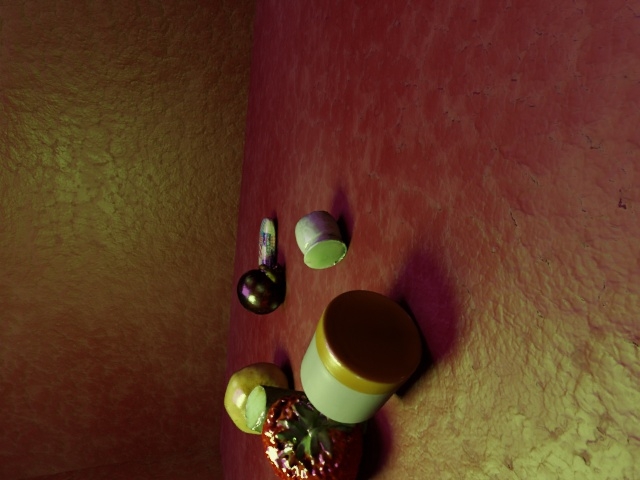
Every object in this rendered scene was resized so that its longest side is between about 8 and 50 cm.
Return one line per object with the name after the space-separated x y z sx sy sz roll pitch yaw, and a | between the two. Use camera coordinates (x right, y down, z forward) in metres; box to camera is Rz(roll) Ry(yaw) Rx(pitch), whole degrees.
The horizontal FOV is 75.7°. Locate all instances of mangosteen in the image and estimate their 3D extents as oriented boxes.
-0.269 0.217 1.941 0.266 0.228 0.228 -57 27 2 | mangosteen

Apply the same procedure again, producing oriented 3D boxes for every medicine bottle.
0.089 0.277 0.985 0.232 0.237 0.238 111 151 -44 | medicine bottle
0.000 0.000 1.334 0.147 0.147 0.143 113 147 -43 | medicine bottle

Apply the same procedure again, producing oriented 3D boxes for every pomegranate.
-0.275 0.690 1.814 0.319 0.318 0.320 -179 90 -68 | pomegranate

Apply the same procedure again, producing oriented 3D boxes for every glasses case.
-0.272 0.046 2.105 0.125 0.076 0.328 -164 75 -66 | glasses case

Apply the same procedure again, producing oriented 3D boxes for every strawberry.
-0.011 0.598 1.203 0.311 0.267 0.351 19 144 35 | strawberry

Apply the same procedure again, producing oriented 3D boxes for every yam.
-0.128 0.626 1.509 0.161 0.267 0.161 -48 32 45 | yam

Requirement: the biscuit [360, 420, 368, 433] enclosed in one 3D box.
0.094 0.463 1.261 0.231 0.016 0.139 -138 53 -61 | biscuit
